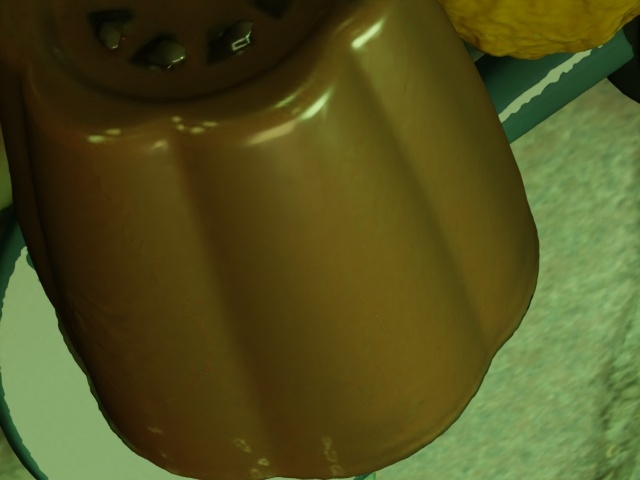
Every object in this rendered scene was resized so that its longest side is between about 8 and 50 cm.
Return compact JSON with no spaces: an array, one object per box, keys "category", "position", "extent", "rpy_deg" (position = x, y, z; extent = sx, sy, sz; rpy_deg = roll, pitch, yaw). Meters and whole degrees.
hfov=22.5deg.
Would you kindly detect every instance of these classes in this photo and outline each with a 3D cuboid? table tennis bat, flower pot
[{"category":"table tennis bat","position":[0.000,0.000,0.719],"extent":[0.329,0.044,0.215],"rpy_deg":[-39,112,-3]},{"category":"flower pot","position":[-0.024,-0.035,0.554],"extent":[0.191,0.190,0.173],"rpy_deg":[-25,144,-7]}]

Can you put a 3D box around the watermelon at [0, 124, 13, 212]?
[{"category":"watermelon","position":[-0.151,-0.083,0.586],"extent":[0.119,0.063,0.245],"rpy_deg":[-17,148,-4]}]

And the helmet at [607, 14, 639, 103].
[{"category":"helmet","position":[0.273,-0.109,0.740],"extent":[0.279,0.160,0.230],"rpy_deg":[-9,137,-25]}]

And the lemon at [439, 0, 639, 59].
[{"category":"lemon","position":[0.076,-0.148,0.589],"extent":[0.142,0.142,0.187],"rpy_deg":[-18,151,-14]}]

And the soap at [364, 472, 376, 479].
[{"category":"soap","position":[-0.036,0.101,0.836],"extent":[0.119,0.066,0.198],"rpy_deg":[-21,139,-13]}]
